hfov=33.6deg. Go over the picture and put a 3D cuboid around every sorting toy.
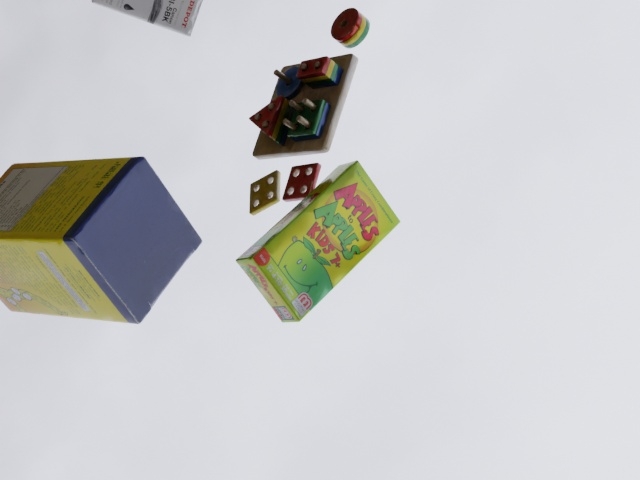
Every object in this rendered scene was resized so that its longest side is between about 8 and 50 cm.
[{"bbox_3d":[-0.033,-0.164,1.315,0.132,0.046,0.275,-1,-114,46],"label":"sorting toy"}]

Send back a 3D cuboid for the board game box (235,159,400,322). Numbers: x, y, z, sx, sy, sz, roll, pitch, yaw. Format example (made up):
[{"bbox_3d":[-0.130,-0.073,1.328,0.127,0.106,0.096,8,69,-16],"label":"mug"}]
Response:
[{"bbox_3d":[0.000,0.000,1.208,0.181,0.092,0.043,-43,-164,-26],"label":"board game box"}]

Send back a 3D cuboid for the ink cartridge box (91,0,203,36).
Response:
[{"bbox_3d":[-0.215,-0.332,1.359,0.099,0.135,0.056,-68,-158,16],"label":"ink cartridge box"}]

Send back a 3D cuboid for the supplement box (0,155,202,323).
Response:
[{"bbox_3d":[-0.410,-0.002,1.760,0.356,0.195,0.194,2,-135,40],"label":"supplement box"}]
